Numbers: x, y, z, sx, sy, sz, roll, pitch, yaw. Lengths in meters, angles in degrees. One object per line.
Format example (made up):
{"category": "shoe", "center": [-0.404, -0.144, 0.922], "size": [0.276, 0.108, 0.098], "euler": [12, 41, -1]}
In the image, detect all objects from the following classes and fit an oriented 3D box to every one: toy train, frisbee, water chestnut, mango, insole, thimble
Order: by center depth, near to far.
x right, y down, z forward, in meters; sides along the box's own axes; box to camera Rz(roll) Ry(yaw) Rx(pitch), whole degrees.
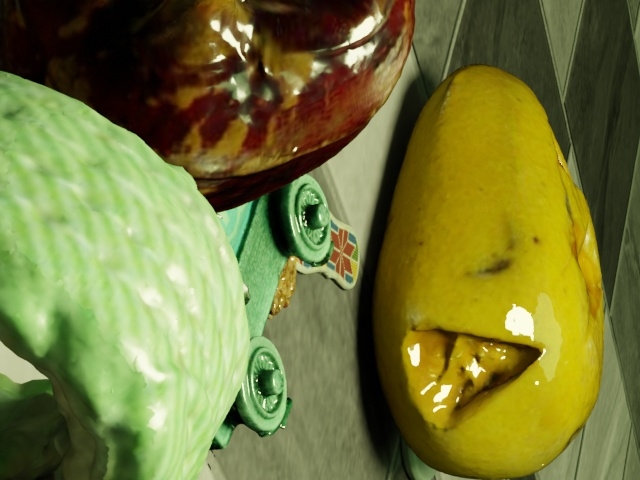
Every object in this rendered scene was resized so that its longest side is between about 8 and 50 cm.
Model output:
{"category": "thimble", "center": [-0.142, 0.039, 0.799], "size": [0.150, 0.219, 0.219], "euler": [-64, 149, -54]}
{"category": "water chestnut", "center": [-0.059, -0.125, 0.991], "size": [0.238, 0.223, 0.223], "euler": [125, -21, -61]}
{"category": "toy train", "center": [-0.074, 0.011, 1.170], "size": [0.159, 0.101, 0.248], "euler": [55, 37, -39]}
{"category": "insole", "center": [0.000, 0.000, 1.501], "size": [0.193, 0.006, 0.065], "euler": [33, 60, -67]}
{"category": "mango", "center": [0.138, 0.024, 1.674], "size": [0.253, 0.182, 0.365], "euler": [41, 42, -62]}
{"category": "frisbee", "center": [0.094, 0.164, 1.772], "size": [0.110, 0.014, 0.110], "euler": [1, 90, -70]}

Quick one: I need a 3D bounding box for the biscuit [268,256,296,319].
{"category": "biscuit", "center": [-0.039, -0.047, 1.341], "size": [0.064, 0.034, 0.199], "euler": [-26, 115, -68]}
